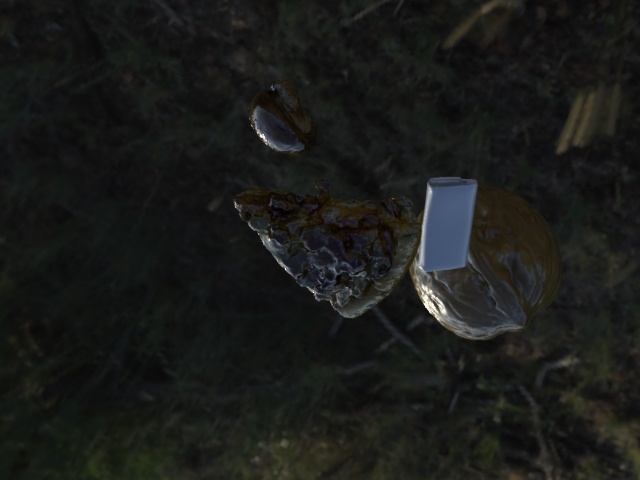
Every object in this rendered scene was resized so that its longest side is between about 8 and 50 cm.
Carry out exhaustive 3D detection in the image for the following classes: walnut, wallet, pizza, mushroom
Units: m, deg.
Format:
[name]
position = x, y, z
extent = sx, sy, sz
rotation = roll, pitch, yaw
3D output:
[walnut]
position = 0.216, 0.031, 1.461
extent = 0.213, 0.213, 0.213
rotation = 21, 149, 13
[wallet]
position = 0.149, -0.019, 1.306
extent = 0.061, 0.025, 0.122
rotation = -2, 126, -7
[pizza]
position = -0.001, 0.002, 1.107
extent = 0.194, 0.069, 0.154
rotation = 21, 133, -17
[mushroom]
position = -0.052, -0.182, 1.687
extent = 0.127, 0.127, 0.087
rotation = 38, 116, -17
